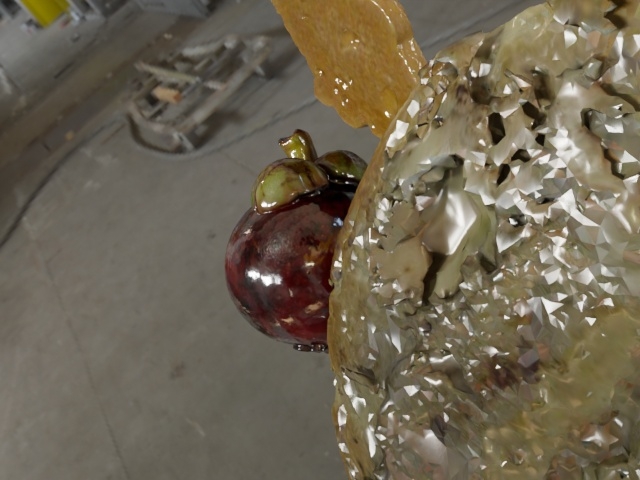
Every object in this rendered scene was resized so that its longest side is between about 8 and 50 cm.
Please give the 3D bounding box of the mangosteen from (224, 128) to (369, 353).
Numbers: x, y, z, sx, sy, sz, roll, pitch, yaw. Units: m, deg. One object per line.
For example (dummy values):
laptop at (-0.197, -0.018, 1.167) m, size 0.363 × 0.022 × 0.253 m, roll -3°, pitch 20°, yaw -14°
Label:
mangosteen at (0.000, 0.000, 0.787) m, size 0.200 × 0.200 × 0.200 m, roll -29°, pitch 30°, yaw 19°

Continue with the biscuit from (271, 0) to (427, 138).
biscuit at (0.034, -0.149, 0.721) m, size 0.035 × 0.250 × 0.162 m, roll -31°, pitch -17°, yaw -20°

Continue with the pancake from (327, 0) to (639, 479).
pancake at (0.136, 0.078, 0.377) m, size 0.071 × 0.382 × 0.382 m, roll -15°, pitch 11°, yaw -37°
